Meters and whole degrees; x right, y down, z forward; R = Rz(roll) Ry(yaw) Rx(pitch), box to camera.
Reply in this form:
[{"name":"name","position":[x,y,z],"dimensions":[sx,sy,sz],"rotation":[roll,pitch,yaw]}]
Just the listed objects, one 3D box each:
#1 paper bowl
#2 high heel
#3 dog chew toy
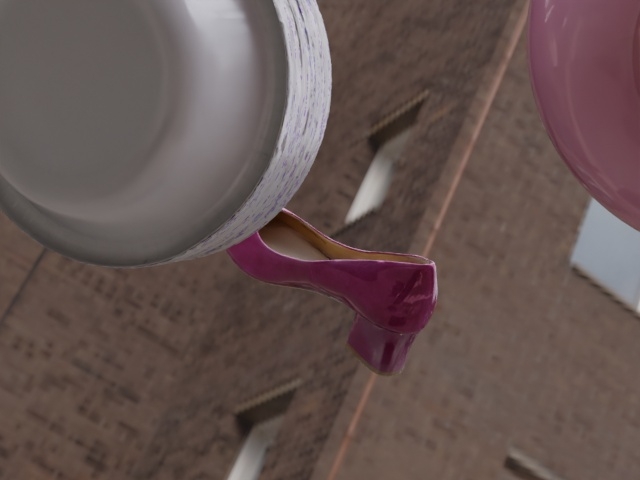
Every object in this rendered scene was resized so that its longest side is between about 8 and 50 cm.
[{"name":"paper bowl","position":[-0.146,-0.121,1.059],"dimensions":[0.284,0.284,0.148],"rotation":[11,9,22]},{"name":"high heel","position":[0.000,0.000,1.189],"dimensions":[0.244,0.082,0.117],"rotation":[45,-46,32]},{"name":"dog chew toy","position":[0.214,-0.110,0.722],"dimensions":[0.207,0.332,0.206],"rotation":[3,-78,12]}]
